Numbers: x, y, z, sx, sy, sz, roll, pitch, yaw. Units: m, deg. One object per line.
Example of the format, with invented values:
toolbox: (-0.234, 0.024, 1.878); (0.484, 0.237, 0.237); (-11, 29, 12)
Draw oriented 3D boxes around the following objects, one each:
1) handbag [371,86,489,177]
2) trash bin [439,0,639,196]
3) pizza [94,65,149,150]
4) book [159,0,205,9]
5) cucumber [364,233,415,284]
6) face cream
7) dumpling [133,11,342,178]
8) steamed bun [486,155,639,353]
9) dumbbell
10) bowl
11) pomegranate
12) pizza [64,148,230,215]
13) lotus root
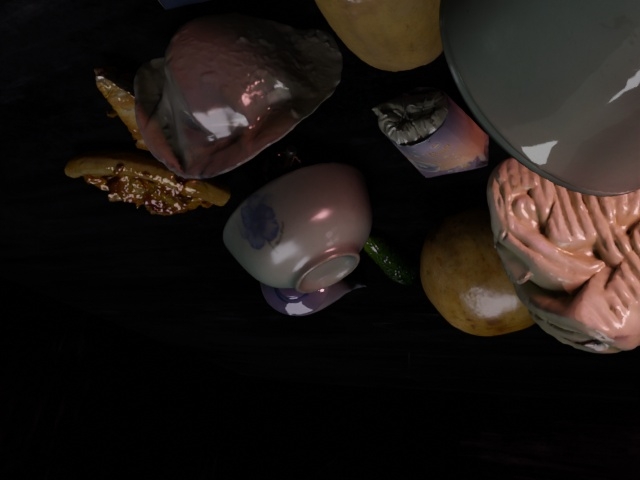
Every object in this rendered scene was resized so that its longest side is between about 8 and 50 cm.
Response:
handbag: (0.163, -0.154, 0.949); (0.117, 0.095, 0.173); (-11, 153, 36)
trash bin: (0.292, -0.222, 0.492); (0.280, 0.281, 0.432); (18, 154, -17)
pizza: (-0.280, -0.219, 1.031); (0.154, 0.069, 0.194); (-7, 146, 37)
book: (-0.116, -0.346, 0.697); (0.269, 0.025, 0.191); (0, 156, 26)
cucumber: (0.155, 0.040, 1.469); (0.069, 0.069, 0.227); (-6, 150, 35)
face cream: (-0.026, 0.103, 1.555); (0.234, 0.137, 0.420); (7, 179, 10)
dumpling: (-0.118, -0.186, 0.825); (0.175, 0.227, 0.243); (24, 147, -34)
steamed bun: (0.431, 0.007, 0.899); (0.394, 0.347, 0.237); (21, 170, 26)
dumbbell: (-0.080, -0.099, 1.192); (0.110, 0.110, 0.254); (14, 152, -10)
bowl: (-0.018, 0.003, 1.170); (0.289, 0.146, 0.289); (-22, 155, -11)
pomegranate: (0.314, 0.051, 1.193); (0.260, 0.261, 0.260); (9, 158, 4)
pizza: (-0.348, -0.104, 1.320); (0.335, 0.086, 0.226); (10, 157, -2)
lotus root: (0.064, -0.268, 0.648); (0.146, 0.131, 0.303); (-32, 149, 9)
